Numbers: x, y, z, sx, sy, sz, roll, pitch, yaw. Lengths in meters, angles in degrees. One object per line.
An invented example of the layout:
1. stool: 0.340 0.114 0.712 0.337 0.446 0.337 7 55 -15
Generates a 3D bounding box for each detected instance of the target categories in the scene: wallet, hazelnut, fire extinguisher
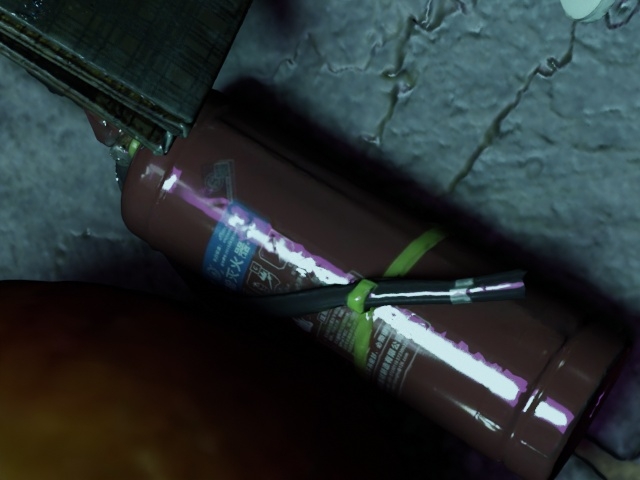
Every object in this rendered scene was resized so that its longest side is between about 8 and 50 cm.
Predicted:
1. wallet: -0.180 -0.181 0.995 0.317 0.169 0.044 32 133 -11
2. hazelnut: -0.152 0.209 1.029 0.429 0.402 0.402 -25 94 47
3. fire extinguisher: 0.000 0.000 1.047 0.341 0.105 0.141 31 143 13

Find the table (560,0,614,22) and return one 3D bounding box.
1. table: 0.137 -0.218 0.907 0.166 0.166 0.198 34 123 12
